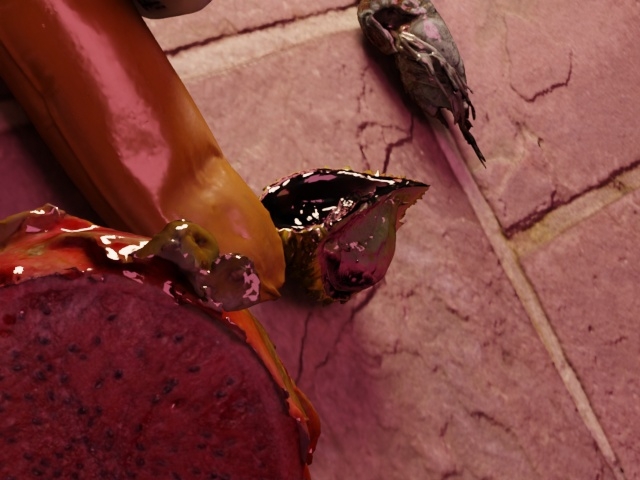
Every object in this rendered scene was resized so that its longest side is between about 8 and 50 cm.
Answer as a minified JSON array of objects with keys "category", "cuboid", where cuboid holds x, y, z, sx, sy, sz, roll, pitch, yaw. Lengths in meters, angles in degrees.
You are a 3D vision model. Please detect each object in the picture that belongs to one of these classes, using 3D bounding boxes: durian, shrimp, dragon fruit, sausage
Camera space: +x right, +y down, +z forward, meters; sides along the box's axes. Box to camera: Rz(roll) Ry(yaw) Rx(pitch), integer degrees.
[{"category":"durian","cuboid":[0.001,0.003,1.485,0.187,0.119,0.108,-28,127,-47]},{"category":"shrimp","cuboid":[0.119,-0.173,1.714,0.233,0.079,0.090,57,1,-12]},{"category":"dragon fruit","cuboid":[-0.165,0.111,1.118,0.263,0.314,0.296,-105,174,-73]},{"category":"sausage","cuboid":[-0.154,-0.084,1.336,0.354,0.116,0.134,57,33,-8]}]

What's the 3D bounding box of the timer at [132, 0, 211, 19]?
[{"category":"timer","cuboid":[-0.177,-0.290,1.334,0.237,0.262,0.087,45,79,-18]}]
